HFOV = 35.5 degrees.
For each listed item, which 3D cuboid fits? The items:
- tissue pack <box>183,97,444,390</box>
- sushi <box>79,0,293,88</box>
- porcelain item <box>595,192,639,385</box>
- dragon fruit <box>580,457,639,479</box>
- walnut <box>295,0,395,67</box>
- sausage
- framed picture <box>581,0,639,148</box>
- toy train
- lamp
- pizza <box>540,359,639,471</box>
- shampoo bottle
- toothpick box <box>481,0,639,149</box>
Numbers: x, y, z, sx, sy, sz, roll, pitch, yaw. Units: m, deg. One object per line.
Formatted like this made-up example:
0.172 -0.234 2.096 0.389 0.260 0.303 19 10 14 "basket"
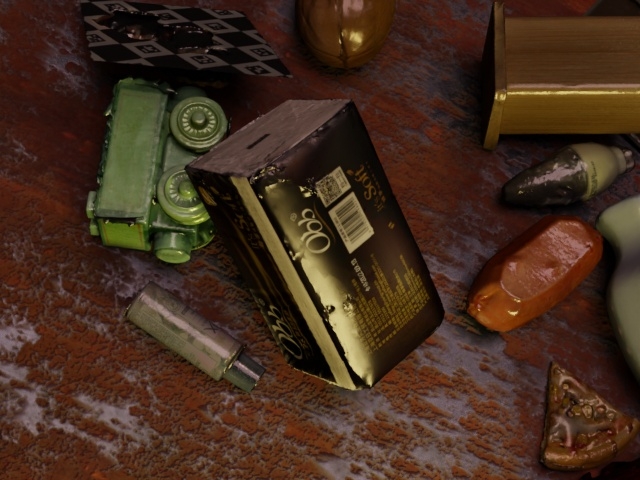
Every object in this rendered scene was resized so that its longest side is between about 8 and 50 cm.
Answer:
0.000 0.000 1.383 0.210 0.198 0.370 -35 117 -22 "tissue pack"
-0.219 -0.292 1.544 0.292 0.059 0.294 1 30 -19 "sushi"
0.588 0.120 1.587 0.242 0.178 0.405 -10 72 -17 "porcelain item"
0.510 0.460 1.412 0.286 0.228 0.329 -17 73 -22 "dragon fruit"
0.041 -0.385 1.651 0.167 0.167 0.207 10 66 -11 "walnut"
0.338 0.051 1.578 0.258 0.133 0.133 -36 82 -21 "sausage"
0.545 -0.301 1.746 0.260 0.189 0.023 44 30 5 "framed picture"
-0.234 -0.104 1.478 0.188 0.159 0.272 6 70 -5 "toy train"
0.415 -0.109 1.675 0.250 0.101 0.101 -17 74 -12 "lamp"
0.413 0.267 1.564 0.184 0.036 0.176 -5 71 -17 "pizza"
-0.176 0.143 1.442 0.214 0.072 0.072 35 65 0 "shampoo bottle"
0.426 -0.269 1.643 0.308 0.190 0.188 1 66 5 "toothpick box"
